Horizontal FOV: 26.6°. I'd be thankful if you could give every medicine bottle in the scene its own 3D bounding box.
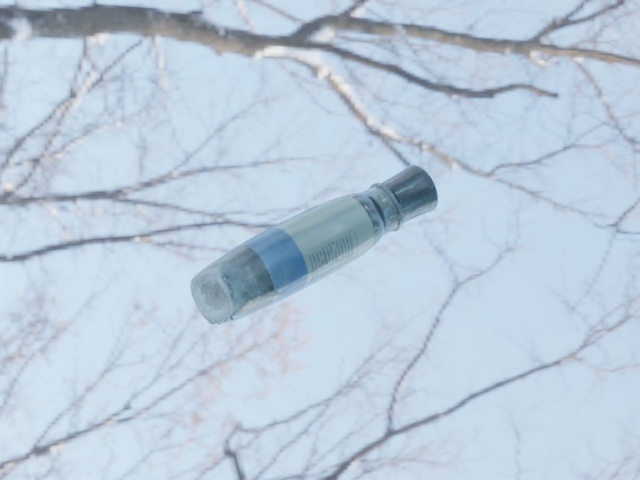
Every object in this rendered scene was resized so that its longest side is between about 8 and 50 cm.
[{"bbox_3d":[0.000,0.000,1.048,0.054,0.208,0.090,62,-27,0],"label":"medicine bottle"}]
